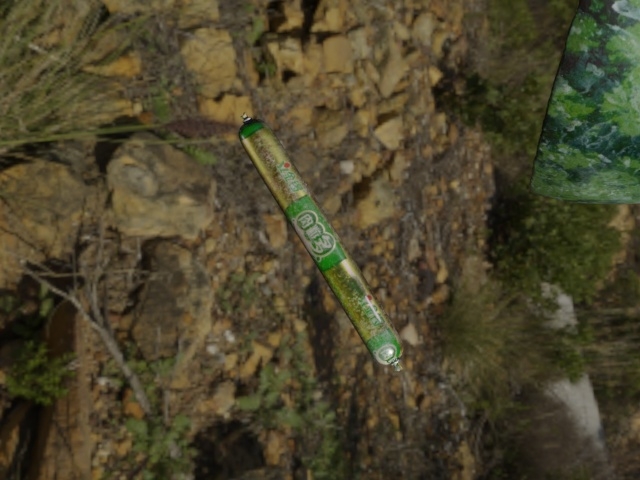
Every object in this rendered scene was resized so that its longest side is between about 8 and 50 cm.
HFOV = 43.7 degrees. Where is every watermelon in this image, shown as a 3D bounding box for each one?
[{"bbox_3d":[0.276,-0.115,0.616,0.256,0.260,0.176,114,-11,-67],"label":"watermelon"}]

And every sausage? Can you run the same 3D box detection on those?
[{"bbox_3d":[0.000,0.000,0.709,0.269,0.033,0.033,58,3,4],"label":"sausage"}]
